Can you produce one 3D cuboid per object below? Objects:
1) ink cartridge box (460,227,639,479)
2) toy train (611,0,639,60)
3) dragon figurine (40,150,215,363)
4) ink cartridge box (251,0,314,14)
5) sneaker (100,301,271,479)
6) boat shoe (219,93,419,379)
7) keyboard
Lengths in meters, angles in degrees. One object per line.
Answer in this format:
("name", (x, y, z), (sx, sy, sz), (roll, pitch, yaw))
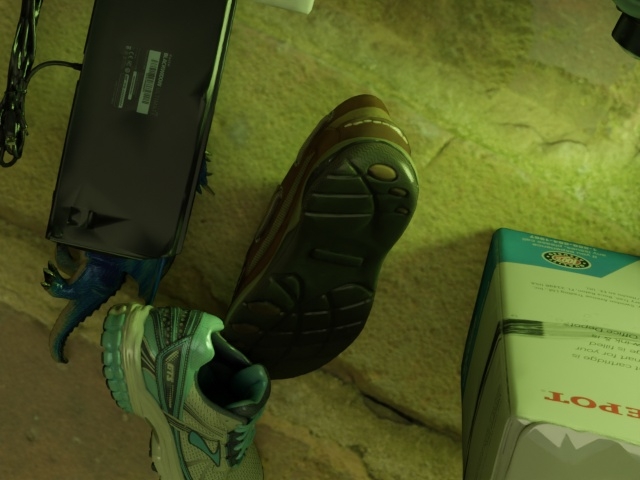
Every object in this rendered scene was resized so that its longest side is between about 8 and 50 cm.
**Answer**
("ink cartridge box", (0.273, 0.159, 1.670), (0.286, 0.395, 0.166), (12, 112, -1))
("toy train", (0.373, -0.273, 1.602), (0.190, 0.142, 0.334), (33, 113, 14))
("dragon figurine", (-0.178, 0.010, 1.806), (0.144, 0.085, 0.289), (11, 111, 0))
("ink cartridge box", (-0.157, -0.377, 1.570), (0.385, 0.160, 0.279), (14, 129, -1))
("sneaker", (-0.098, 0.164, 1.802), (0.122, 0.110, 0.283), (-5, 141, 22))
("boat shoe", (0.000, 0.000, 1.775), (0.123, 0.120, 0.324), (16, 134, -19))
("keyboard", (-0.189, -0.148, 1.720), (0.202, 0.033, 0.317), (13, 92, -1))
